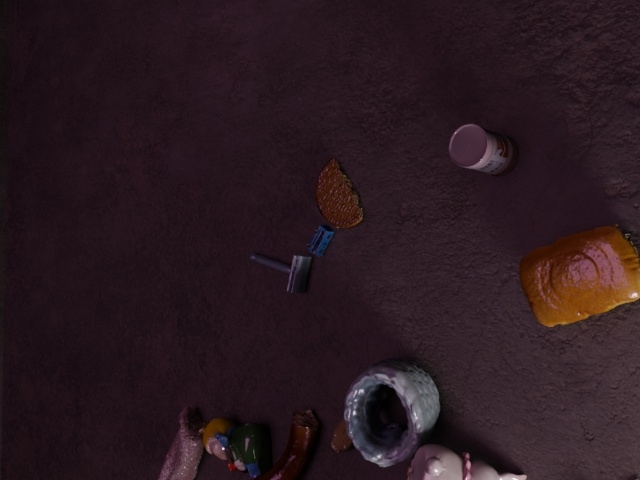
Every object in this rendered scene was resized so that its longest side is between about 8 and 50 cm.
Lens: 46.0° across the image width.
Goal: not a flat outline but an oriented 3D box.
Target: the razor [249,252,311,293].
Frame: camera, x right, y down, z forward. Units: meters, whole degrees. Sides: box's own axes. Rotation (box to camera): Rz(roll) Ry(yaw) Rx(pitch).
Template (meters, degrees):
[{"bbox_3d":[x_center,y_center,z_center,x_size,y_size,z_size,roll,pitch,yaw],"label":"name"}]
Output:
[{"bbox_3d":[-0.126,0.073,2.157,0.232,0.068,0.106,16,96,45],"label":"razor"}]

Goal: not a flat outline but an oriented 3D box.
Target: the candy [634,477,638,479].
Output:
[{"bbox_3d":[0.599,0.523,1.521,0.123,0.035,0.035,-51,60,16],"label":"candy"}]

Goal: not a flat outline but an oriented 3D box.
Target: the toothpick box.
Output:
[{"bbox_3d":[0.368,-0.201,1.694,0.098,0.149,0.098,-4,84,40],"label":"toothpick box"}]

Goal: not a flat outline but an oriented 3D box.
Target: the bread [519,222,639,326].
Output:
[{"bbox_3d":[0.537,0.073,1.549,0.245,0.121,0.174,-23,71,35],"label":"bread"}]

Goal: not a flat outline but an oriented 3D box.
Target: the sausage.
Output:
[{"bbox_3d":[-0.088,0.600,2.054,0.103,0.076,0.302,28,104,2],"label":"sausage"}]

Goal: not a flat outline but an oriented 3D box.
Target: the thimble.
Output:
[{"bbox_3d":[0.167,0.406,1.776,0.205,0.172,0.250,4,95,24],"label":"thimble"}]

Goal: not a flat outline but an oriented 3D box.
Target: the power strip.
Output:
[{"bbox_3d":[0.112,0.432,1.932,0.064,0.044,0.305,43,112,34],"label":"power strip"}]

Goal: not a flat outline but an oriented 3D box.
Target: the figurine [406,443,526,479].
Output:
[{"bbox_3d":[0.324,0.539,1.679,0.155,0.235,0.127,113,170,-48],"label":"figurine"}]

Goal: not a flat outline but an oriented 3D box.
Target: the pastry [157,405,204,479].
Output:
[{"bbox_3d":[-0.419,0.657,2.329,0.112,0.103,0.265,20,101,32],"label":"pastry"}]

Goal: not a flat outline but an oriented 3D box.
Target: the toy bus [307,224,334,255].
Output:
[{"bbox_3d":[0.000,0.000,2.064,0.046,0.038,0.083,40,112,32],"label":"toy bus"}]

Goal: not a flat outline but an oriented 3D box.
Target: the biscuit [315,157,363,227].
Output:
[{"bbox_3d":[0.042,-0.116,2.046,0.126,0.025,0.206,-38,62,31],"label":"biscuit"}]

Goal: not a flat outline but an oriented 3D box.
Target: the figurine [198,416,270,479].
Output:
[{"bbox_3d":[-0.255,0.608,2.190,0.234,0.127,0.185,-9,97,30],"label":"figurine"}]
